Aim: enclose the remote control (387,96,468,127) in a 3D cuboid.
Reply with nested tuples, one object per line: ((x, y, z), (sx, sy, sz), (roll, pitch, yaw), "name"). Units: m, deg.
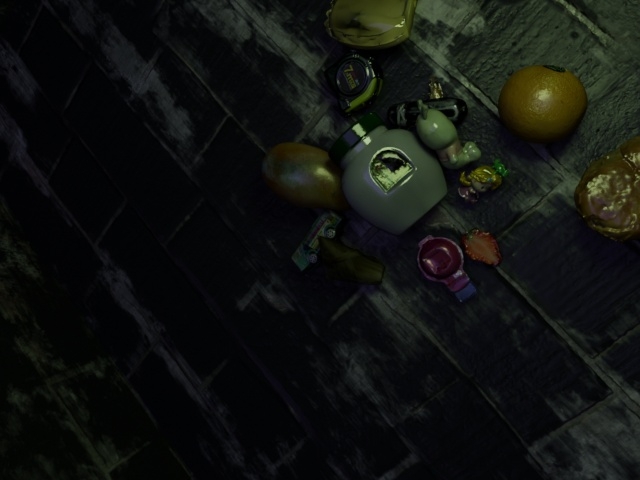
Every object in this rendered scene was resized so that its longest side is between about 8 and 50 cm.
((0.335, -0.410, 1.521), (0.265, 0.066, 0.090), (2, 108, 28), "remote control")

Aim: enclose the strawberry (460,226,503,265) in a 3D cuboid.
((0.520, 0.021, 1.525), (0.152, 0.048, 0.104), (45, 105, 0), "strawberry")

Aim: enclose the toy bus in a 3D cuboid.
((0.000, 0.000, 1.745), (0.109, 0.091, 0.262), (44, 110, 22), "toy bus")

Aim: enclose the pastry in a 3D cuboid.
((0.854, -0.135, 1.286), (0.310, 0.162, 0.255), (-31, 72, 15), "pastry")

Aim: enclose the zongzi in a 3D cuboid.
((0.109, 0.060, 1.631), (0.220, 0.242, 0.112), (7, 56, 16), "zongzi")

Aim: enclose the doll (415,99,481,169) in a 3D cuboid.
((0.374, -0.312, 1.450), (0.274, 0.155, 0.113), (33, 120, -25), "doll")

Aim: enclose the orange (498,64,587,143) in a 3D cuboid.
((0.627, -0.385, 1.335), (0.236, 0.236, 0.237), (3, 97, 25), "orange")

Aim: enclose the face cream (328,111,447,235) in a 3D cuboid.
((0.214, -0.215, 1.530), (0.312, 0.219, 0.357), (-41, 86, 2), "face cream")

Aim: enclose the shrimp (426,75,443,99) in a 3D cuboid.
((0.352, -0.443, 1.560), (0.124, 0.034, 0.179), (-11, 100, 28), "shrimp")

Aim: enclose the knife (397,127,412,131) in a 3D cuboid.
((0.244, -0.317, 1.634), (0.054, 0.015, 0.212), (38, 110, 18), "knife")

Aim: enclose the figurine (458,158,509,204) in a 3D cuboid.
((0.507, -0.203, 1.485), (0.156, 0.094, 0.115), (-45, 54, 40), "figurine")

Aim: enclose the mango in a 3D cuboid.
((-0.041, -0.220, 1.682), (0.383, 0.199, 0.222), (28, 88, 11), "mango")

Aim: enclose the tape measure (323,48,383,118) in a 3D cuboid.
((0.127, -0.543, 1.614), (0.186, 0.112, 0.199), (-25, 90, 32), "tape measure")

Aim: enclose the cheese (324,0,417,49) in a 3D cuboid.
((0.159, -0.736, 1.540), (0.315, 0.128, 0.260), (5, 63, 21), "cheese")

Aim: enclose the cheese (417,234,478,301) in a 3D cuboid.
((0.421, 0.090, 1.568), (0.155, 0.062, 0.244), (-43, 79, 24), "cheese")
